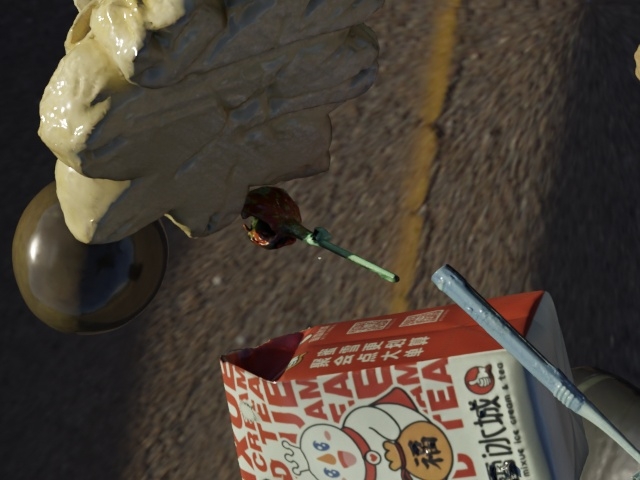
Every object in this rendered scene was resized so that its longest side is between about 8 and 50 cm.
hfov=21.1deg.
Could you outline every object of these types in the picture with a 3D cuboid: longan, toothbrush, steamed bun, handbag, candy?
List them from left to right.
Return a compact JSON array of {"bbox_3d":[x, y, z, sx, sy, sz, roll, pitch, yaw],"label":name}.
[{"bbox_3d":[-0.243,0.001,1.843,0.159,0.185,0.204,14,97,26],"label":"longan"},{"bbox_3d":[-0.096,-0.125,1.276,0.292,0.295,0.137,-48,63,17],"label":"steamed bun"},{"bbox_3d":[0.000,0.000,1.340,0.185,0.055,0.049,25,78,46],"label":"candy"},{"bbox_3d":[0.061,0.157,1.427,0.298,0.151,0.171,-11,104,18],"label":"handbag"},{"bbox_3d":[0.146,0.091,1.072,0.019,0.016,0.219,-32,63,-26],"label":"toothbrush"}]

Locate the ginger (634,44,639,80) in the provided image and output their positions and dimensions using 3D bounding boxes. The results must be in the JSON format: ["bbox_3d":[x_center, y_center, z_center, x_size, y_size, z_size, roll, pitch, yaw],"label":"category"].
[{"bbox_3d":[0.388,-0.176,1.411,0.276,0.130,0.221,36,107,32],"label":"ginger"}]

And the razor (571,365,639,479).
[{"bbox_3d":[0.336,0.267,1.759,0.113,0.349,0.204,11,101,-34],"label":"razor"}]
